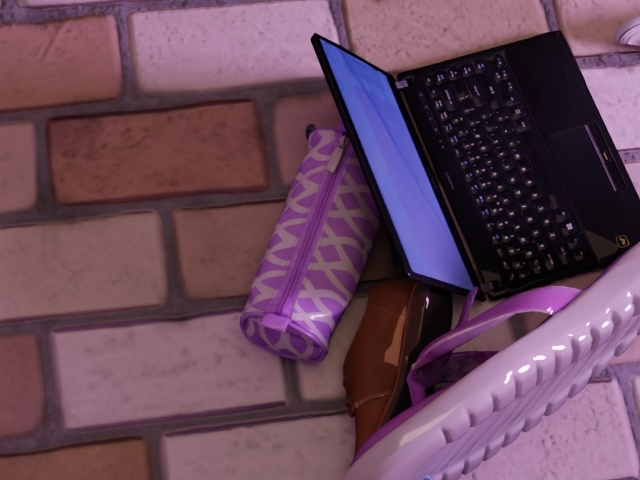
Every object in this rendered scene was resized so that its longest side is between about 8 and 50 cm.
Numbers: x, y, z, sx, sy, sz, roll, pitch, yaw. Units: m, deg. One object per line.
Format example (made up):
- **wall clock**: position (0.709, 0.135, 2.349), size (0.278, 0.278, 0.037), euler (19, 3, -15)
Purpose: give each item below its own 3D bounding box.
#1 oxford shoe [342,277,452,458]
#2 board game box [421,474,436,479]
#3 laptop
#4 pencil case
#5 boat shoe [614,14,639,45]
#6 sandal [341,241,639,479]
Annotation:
- **oxford shoe**: position (0.050, 0.131, 1.272), size (0.076, 0.076, 0.212), euler (3, 66, 29)
- **board game box**: position (0.117, 0.359, 1.089), size (0.316, 0.064, 0.242), euler (41, 89, 27)
- **laptop**: position (0.145, -0.082, 1.325), size (0.264, 0.136, 0.234), euler (-16, 70, -12)
- **pencil case**: position (0.000, 0.000, 1.302), size (0.086, 0.088, 0.206), euler (17, 67, 4)
- **boat shoe**: position (0.324, -0.193, 1.447), size (0.100, 0.035, 0.035), euler (-11, 65, -17)
- **sandal**: position (0.154, 0.085, 1.246), size (0.416, 0.169, 0.102), euler (-29, 65, -32)
